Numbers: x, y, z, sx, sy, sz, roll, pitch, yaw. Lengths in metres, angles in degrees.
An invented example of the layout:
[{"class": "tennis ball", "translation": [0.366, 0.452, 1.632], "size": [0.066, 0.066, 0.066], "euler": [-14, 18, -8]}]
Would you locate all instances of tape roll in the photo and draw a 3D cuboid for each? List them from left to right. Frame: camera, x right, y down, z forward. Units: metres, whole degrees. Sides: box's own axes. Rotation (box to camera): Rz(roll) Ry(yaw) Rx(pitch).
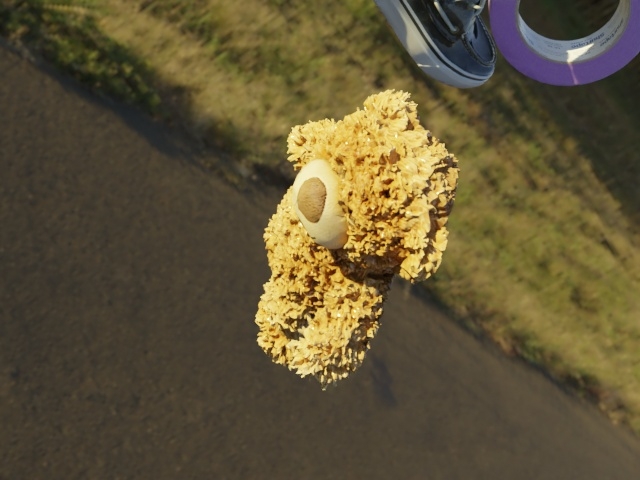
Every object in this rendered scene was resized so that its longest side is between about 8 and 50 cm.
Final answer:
[{"class": "tape roll", "translation": [0.423, -0.404, 1.907], "size": [0.275, 0.275, 0.090], "euler": [49, 25, -23]}]

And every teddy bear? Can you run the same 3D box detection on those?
[{"class": "teddy bear", "translation": [0.000, 0.000, 0.979], "size": [0.113, 0.245, 0.338], "euler": [17, -6, -14]}]

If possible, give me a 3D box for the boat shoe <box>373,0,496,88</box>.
[{"class": "boat shoe", "translation": [0.149, -0.303, 1.393], "size": [0.335, 0.119, 0.121], "euler": [37, 47, -45]}]
